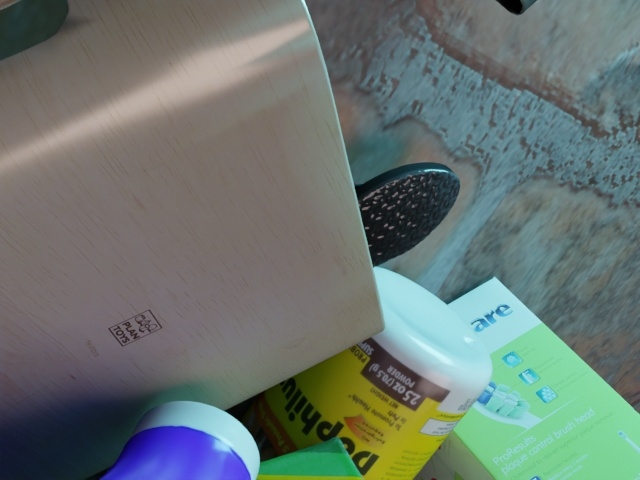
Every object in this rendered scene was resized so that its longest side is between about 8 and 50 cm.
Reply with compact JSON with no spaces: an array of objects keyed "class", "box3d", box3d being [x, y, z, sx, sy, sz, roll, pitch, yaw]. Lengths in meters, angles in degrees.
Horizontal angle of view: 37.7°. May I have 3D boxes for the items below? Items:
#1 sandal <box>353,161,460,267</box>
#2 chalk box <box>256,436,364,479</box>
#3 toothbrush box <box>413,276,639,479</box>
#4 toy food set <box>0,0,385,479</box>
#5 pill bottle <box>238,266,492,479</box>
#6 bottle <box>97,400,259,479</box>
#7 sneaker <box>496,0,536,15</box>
[{"class":"sandal","box3d":[0.000,0.000,0.566,0.179,0.040,0.067,-33,139,12]},{"class":"chalk box","box3d":[-0.084,0.259,0.482,0.289,0.179,0.180,-12,120,-17]},{"class":"toothbrush box","box3d":[0.172,0.202,0.708,0.122,0.283,0.206,-27,141,-17]},{"class":"toy food set","box3d":[-0.097,0.004,0.432,0.220,0.092,0.306,-25,148,-5]},{"class":"pill bottle","box3d":[0.010,0.131,0.631,0.117,0.117,0.215,15,116,-48]},{"class":"bottle","box3d":[-0.088,0.176,0.353,0.118,0.283,0.092,2,121,12]},{"class":"sneaker","box3d":[0.100,-0.193,0.419,0.118,0.083,0.222,-44,144,4]}]
